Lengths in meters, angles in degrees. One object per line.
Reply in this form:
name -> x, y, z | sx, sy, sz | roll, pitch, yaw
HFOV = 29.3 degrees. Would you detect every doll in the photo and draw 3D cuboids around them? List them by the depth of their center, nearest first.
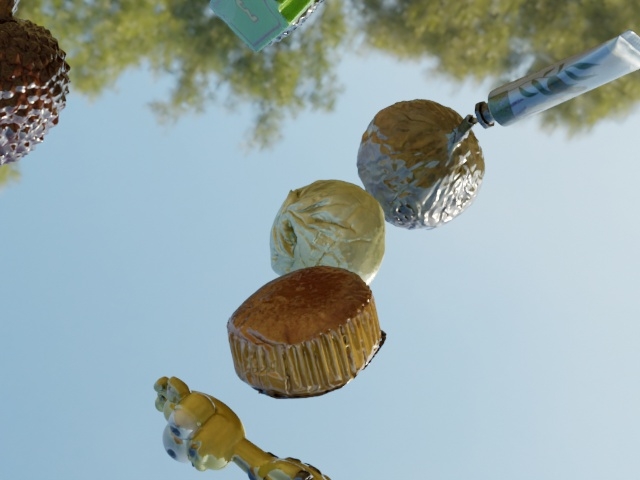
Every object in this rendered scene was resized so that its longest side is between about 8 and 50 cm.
doll -> -0.089, 0.256, 1.436 | 0.291, 0.117, 0.086 | 33, -131, 21

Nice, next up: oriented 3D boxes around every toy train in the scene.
toy train -> -0.110, -0.452, 2.017 | 0.249, 0.173, 0.307 | 45, 166, -10

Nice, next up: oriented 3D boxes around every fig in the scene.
fig -> 0.238, -0.174, 2.542 | 0.286, 0.286, 0.368 | 26, 164, -12

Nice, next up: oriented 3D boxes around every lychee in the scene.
lychee -> -0.520, -0.252, 1.895 | 0.264, 0.300, 0.264 | 19, -179, 0

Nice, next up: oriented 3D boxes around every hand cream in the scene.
hand cream -> 0.340, -0.226, 1.743 | 0.091, 0.271, 0.058 | 27, -128, -43

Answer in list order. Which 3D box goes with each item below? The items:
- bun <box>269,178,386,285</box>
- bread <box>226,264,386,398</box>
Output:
bun -> 0.000, 0.000, 2.089 | 0.145, 0.229, 0.229 | 11, -149, -36
bread -> -0.020, 0.108, 1.547 | 0.199, 0.104, 0.199 | -10, -156, 5
